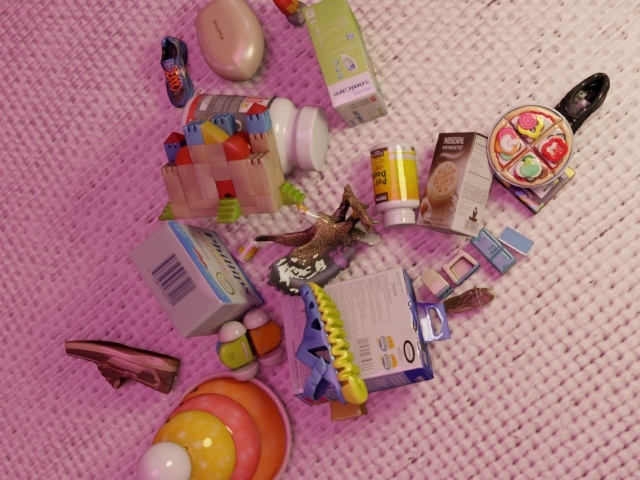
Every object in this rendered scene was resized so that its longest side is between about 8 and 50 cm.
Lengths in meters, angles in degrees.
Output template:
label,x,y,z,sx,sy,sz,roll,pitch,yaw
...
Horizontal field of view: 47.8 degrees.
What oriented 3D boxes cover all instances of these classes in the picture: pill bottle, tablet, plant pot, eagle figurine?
label,x,y,z,sx,sy,sz,roll,pitch,yaw
pill bottle,-0.174,-0.283,1.941,0.363,0.210,0.210,5,86,15
tablet,0.495,0.001,1.829,0.083,0.006,0.054,32,57,14
plant pot,0.068,0.420,1.877,0.081,0.081,0.083,-16,75,13
pill bottle,0.195,-0.143,1.879,0.117,0.117,0.215,-7,82,14
pill bottle,-0.197,0.021,2.002,0.043,0.043,0.083,42,95,15
eagle figurine,-0.008,-0.008,1.865,0.298,0.226,0.225,-43,83,13

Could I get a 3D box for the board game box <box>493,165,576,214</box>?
label,x,y,z,sx,sy,sz,roll,pitch,yaw
board game box,0.532,-0.173,1.831,0.141,0.048,0.170,-45,75,4

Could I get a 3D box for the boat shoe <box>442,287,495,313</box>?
label,x,y,z,sx,sy,sz,roll,pitch,yaw
boat shoe,0.377,0.153,1.839,0.135,0.045,0.050,-15,73,17

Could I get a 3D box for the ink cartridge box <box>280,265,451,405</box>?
label,x,y,z,sx,sy,sz,roll,pitch,yaw
ink cartridge box,0.118,0.237,1.814,0.396,0.151,0.270,-16,64,14

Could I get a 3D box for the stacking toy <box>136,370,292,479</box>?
label,x,y,z,sx,sy,sz,roll,pitch,yaw
stacking toy,-0.292,0.507,1.752,0.351,0.480,0.350,-2,83,14

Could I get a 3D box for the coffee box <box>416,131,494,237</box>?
label,x,y,z,sx,sy,sz,roll,pitch,yaw
coffee box,0.345,-0.141,1.817,0.141,0.098,0.246,10,85,57

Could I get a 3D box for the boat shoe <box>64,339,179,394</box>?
label,x,y,z,sx,sy,sz,roll,pitch,yaw
boat shoe,-0.567,0.357,2.029,0.342,0.123,0.123,10,86,9

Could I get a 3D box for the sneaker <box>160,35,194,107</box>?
label,x,y,z,sx,sy,sz,roll,pitch,yaw
sneaker,-0.427,-0.489,2.091,0.083,0.087,0.221,-14,81,13

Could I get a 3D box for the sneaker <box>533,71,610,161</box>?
label,x,y,z,sx,sy,sz,roll,pitch,yaw
sneaker,0.592,-0.301,1.757,0.107,0.124,0.283,40,81,13

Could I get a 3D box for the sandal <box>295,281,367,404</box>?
label,x,y,z,sx,sy,sz,roll,pitch,yaw
sandal,-0.003,0.248,1.702,0.138,0.126,0.317,-24,63,14

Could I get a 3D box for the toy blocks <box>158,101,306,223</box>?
label,x,y,z,sx,sy,sz,roll,pitch,yaw
toy blocks,-0.253,-0.197,1.804,0.381,0.191,0.261,-3,114,20

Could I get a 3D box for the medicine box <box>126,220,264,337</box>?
label,x,y,z,sx,sy,sz,roll,pitch,yaw
medicine box,-0.319,0.103,1.898,0.149,0.289,0.263,-39,77,11

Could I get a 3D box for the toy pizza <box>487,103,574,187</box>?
label,x,y,z,sx,sy,sz,roll,pitch,yaw
toy pizza,0.501,-0.225,1.727,0.201,0.032,0.201,2,101,13

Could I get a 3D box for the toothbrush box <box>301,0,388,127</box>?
label,x,y,z,sx,sy,sz,roll,pitch,yaw
toothbrush box,0.068,-0.466,1.900,0.122,0.206,0.283,-18,79,12

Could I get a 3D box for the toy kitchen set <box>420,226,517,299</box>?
label,x,y,z,sx,sy,sz,roll,pitch,yaw
toy kitchen set,0.369,0.073,1.786,0.207,0.166,0.122,-44,75,6

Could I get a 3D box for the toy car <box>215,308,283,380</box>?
label,x,y,z,sx,sy,sz,roll,pitch,yaw
toy car,-0.199,0.272,1.926,0.182,0.136,0.159,-26,107,-28

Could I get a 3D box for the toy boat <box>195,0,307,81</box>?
label,x,y,z,sx,sy,sz,roll,pitch,yaw
toy boat,-0.189,-0.587,2.025,0.318,0.148,0.267,-26,74,18
